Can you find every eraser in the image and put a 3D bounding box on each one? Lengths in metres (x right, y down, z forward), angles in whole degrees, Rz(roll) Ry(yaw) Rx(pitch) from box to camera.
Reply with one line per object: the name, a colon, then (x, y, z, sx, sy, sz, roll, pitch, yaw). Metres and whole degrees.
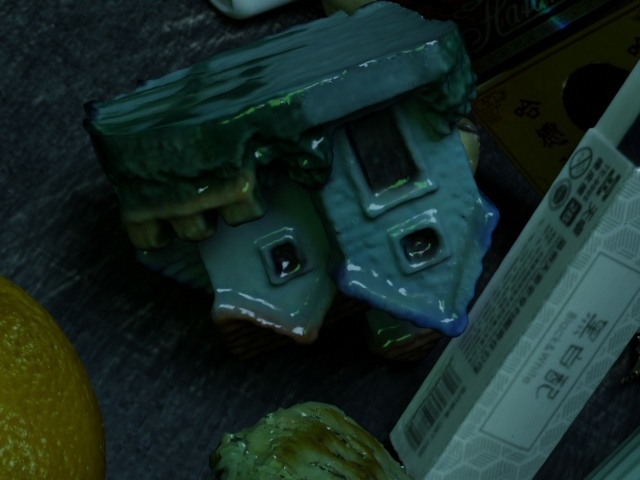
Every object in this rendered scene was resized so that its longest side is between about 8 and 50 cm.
eraser: (0.208, 0.039, 1.251, 0.096, 0.404, 0.098, 26, 16, -23)

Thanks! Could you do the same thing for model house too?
model house: (0.000, 0.000, 1.263, 0.295, 0.329, 0.252, -21, 22, -4)

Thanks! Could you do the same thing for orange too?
orange: (-0.275, 0.147, 1.003, 0.274, 0.274, 0.274, 12, 54, -17)

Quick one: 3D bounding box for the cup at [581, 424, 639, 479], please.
cup: (0.405, 0.185, 1.257, 0.392, 0.401, 0.310, -30, 36, -32)

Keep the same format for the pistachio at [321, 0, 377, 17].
pistachio: (0.132, -0.268, 1.556, 0.299, 0.187, 0.187, -18, 67, -33)

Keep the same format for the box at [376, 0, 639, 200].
box: (0.277, -0.144, 1.361, 0.415, 0.264, 0.116, 49, 48, -15)

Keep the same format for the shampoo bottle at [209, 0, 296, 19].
shampoo bottle: (-0.032, -0.300, 1.586, 0.221, 0.051, 0.108, -26, 69, -35)

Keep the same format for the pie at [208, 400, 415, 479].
pie: (0.069, 0.303, 1.065, 0.395, 0.180, 0.418, 51, 14, -17)

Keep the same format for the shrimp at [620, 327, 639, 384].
shrimp: (0.332, 0.057, 1.514, 0.126, 0.047, 0.223, 35, 48, 6)

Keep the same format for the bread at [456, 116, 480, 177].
bread: (0.004, -0.069, 1.417, 0.266, 0.178, 0.142, 14, 22, -19)
